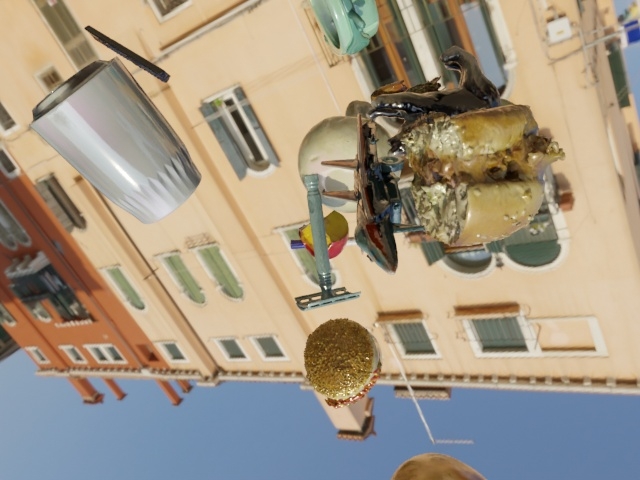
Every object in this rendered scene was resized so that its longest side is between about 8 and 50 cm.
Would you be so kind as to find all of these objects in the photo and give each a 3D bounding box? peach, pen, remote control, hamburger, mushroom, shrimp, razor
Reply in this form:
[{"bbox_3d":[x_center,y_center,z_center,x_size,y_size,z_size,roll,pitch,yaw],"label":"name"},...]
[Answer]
[{"bbox_3d":[0.019,-0.012,1.459,0.151,0.119,0.151,-18,-168,4],"label":"peach"},{"bbox_3d":[0.032,0.007,1.684,0.268,0.033,0.033,-3,-151,14],"label":"pen"},{"bbox_3d":[-0.495,-0.478,1.332,0.025,0.245,0.063,-58,174,1],"label":"remote control"},{"bbox_3d":[0.077,0.412,1.797,0.276,0.179,0.294,-36,-116,15],"label":"hamburger"},{"bbox_3d":[0.334,-0.140,1.064,0.286,0.268,0.445,-11,-176,2],"label":"hamburger"},{"bbox_3d":[0.098,-0.259,1.567,0.315,0.315,0.356,31,-78,64],"label":"mushroom"},{"bbox_3d":[0.245,-0.415,1.475,0.150,0.068,0.248,6,172,-38],"label":"shrimp"},{"bbox_3d":[0.000,0.000,0.911,0.106,0.232,0.068,-10,-174,-24],"label":"razor"}]

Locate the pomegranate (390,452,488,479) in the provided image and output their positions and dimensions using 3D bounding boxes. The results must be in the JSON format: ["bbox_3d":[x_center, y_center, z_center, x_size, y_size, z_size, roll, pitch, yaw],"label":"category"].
[{"bbox_3d":[0.283,0.740,1.307,0.411,0.412,0.411,-23,-157,11],"label":"pomegranate"}]

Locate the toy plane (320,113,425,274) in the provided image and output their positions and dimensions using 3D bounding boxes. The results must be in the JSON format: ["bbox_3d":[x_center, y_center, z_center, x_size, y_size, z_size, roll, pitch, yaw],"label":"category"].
[{"bbox_3d":[0.076,-0.043,0.707,0.104,0.223,0.326,-7,-151,-9],"label":"toy plane"}]

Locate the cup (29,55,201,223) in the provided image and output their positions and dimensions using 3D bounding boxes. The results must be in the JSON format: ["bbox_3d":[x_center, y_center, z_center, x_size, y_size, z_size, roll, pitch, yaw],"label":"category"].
[{"bbox_3d":[-0.486,-0.238,1.276,0.253,0.372,0.253,-26,-147,18],"label":"cup"}]

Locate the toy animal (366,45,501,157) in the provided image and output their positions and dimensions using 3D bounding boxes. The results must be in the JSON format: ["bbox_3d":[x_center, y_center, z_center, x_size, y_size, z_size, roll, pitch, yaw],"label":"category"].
[{"bbox_3d":[0.328,-0.310,1.374,0.344,0.303,0.194,-34,176,2],"label":"toy animal"}]

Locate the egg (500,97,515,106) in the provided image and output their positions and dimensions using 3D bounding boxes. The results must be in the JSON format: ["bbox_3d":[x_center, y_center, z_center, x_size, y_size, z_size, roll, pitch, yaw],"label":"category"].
[{"bbox_3d":[0.470,-0.320,1.556,0.295,0.219,0.218,7,-148,11],"label":"egg"}]

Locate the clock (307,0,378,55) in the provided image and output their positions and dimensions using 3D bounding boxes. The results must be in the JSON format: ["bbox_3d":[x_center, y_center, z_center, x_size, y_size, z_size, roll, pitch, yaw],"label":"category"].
[{"bbox_3d":[0.028,-0.343,0.739,0.066,0.159,0.211,-28,-154,2],"label":"clock"}]
